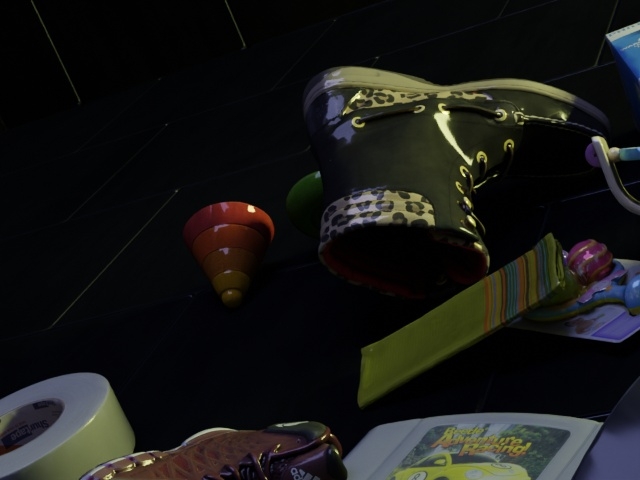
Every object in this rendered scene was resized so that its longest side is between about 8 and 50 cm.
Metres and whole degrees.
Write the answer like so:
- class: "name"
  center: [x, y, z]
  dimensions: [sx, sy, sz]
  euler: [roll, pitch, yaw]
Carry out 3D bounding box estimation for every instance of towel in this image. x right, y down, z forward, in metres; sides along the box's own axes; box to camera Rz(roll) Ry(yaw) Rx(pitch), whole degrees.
- class: "towel"
  center: [0.134, 0.078, 1.313]
  dimensions: [0.237, 0.021, 0.102]
  euler: [-33, 17, 20]

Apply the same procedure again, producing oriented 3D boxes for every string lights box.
- class: "string lights box"
  center: [0.407, -0.167, 1.579]
  dimensions: [0.077, 0.133, 0.259]
  euler: [-21, 19, 10]

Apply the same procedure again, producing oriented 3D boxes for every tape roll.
- class: "tape roll"
  center: [-0.311, 0.230, 1.441]
  dimensions: [0.219, 0.072, 0.219]
  euler: [-21, 18, 7]

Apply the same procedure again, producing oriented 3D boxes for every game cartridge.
- class: "game cartridge"
  center: [0.111, 0.207, 1.042]
  dimensions: [0.294, 0.060, 0.196]
  euler: [-6, 21, 42]

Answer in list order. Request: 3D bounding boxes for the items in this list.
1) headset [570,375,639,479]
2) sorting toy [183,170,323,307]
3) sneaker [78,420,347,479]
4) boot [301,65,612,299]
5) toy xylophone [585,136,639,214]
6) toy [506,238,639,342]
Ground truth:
- class: "headset"
  center: [0.203, 0.164, 0.781]
  dimensions: [0.185, 0.243, 0.394]
  euler: [20, 14, 35]
- class: "sorting toy"
  center: [0.000, 0.000, 1.709]
  dimensions: [0.366, 0.127, 0.126]
  euler: [-16, 49, 12]
- class: "sneaker"
  center: [-0.069, 0.189, 1.005]
  dimensions: [0.163, 0.106, 0.281]
  euler: [-16, 5, 27]
- class: "boot"
  center: [0.163, -0.063, 1.549]
  dimensions: [0.377, 0.138, 0.284]
  euler: [9, 43, -8]
- class: "toy xylophone"
  center: [0.411, -0.070, 1.247]
  dimensions: [0.323, 0.081, 0.236]
  euler: [-5, 2, 6]
- class: "toy"
  center: [0.255, 0.037, 1.325]
  dimensions: [0.137, 0.056, 0.237]
  euler: [-31, 20, -24]
